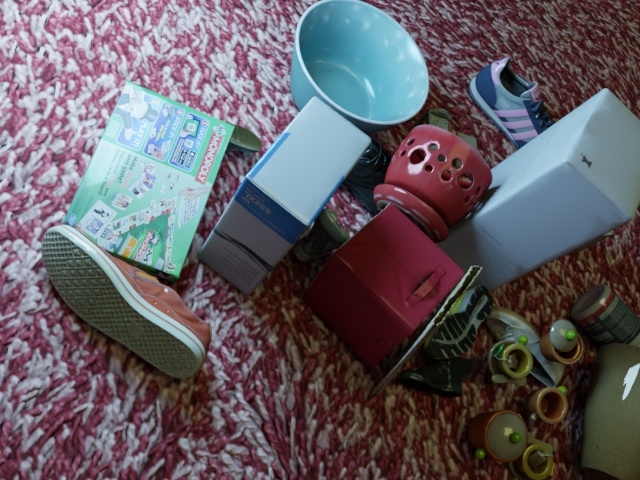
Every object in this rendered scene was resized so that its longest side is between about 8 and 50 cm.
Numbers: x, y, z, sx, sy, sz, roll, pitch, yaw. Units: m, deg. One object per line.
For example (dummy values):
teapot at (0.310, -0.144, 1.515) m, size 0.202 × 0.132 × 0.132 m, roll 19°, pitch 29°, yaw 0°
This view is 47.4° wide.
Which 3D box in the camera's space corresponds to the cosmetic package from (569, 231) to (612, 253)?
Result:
cosmetic package at (0.625, -0.017, 1.721) m, size 0.041 × 0.115 × 0.060 m, roll -4°, pitch 68°, yaw -27°

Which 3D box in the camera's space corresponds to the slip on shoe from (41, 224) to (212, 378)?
slip on shoe at (-0.317, 0.093, 1.200) m, size 0.331 × 0.123 × 0.101 m, roll 38°, pitch 29°, yaw -4°

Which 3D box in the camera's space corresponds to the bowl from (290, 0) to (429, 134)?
bowl at (0.060, -0.342, 1.559) m, size 0.311 × 0.163 × 0.311 m, roll 11°, pitch 62°, yaw -22°

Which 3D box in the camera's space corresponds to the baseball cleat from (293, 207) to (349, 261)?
baseball cleat at (0.000, 0.000, 1.345) m, size 0.109 × 0.206 × 0.072 m, roll -31°, pitch 76°, yaw 0°

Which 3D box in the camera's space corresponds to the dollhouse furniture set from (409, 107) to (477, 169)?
dollhouse furniture set at (0.292, -0.181, 1.637) m, size 0.161 × 0.101 × 0.182 m, roll 15°, pitch 61°, yaw -20°

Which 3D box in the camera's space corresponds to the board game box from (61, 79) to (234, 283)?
board game box at (-0.303, -0.107, 1.300) m, size 0.213 × 0.046 × 0.317 m, roll 23°, pitch 67°, yaw -14°

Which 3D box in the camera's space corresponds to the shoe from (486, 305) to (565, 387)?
shoe at (0.427, 0.223, 1.527) m, size 0.219 × 0.076 × 0.058 m, roll 42°, pitch 50°, yaw -5°

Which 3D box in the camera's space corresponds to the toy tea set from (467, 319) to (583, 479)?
toy tea set at (0.416, 0.302, 1.411) m, size 0.200 × 0.124 × 0.336 m, roll 23°, pitch 75°, yaw -13°

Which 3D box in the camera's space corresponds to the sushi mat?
sushi mat at (0.180, 0.168, 1.286) m, size 0.019 × 0.316 × 0.151 m, roll 38°, pitch 55°, yaw 9°

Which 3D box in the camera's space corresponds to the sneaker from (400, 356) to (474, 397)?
sneaker at (0.229, 0.253, 1.430) m, size 0.170 × 0.051 × 0.089 m, roll 20°, pitch 59°, yaw -23°

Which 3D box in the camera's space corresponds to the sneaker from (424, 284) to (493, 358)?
sneaker at (0.262, 0.171, 1.458) m, size 0.208 × 0.094 × 0.081 m, roll -37°, pitch 101°, yaw -39°

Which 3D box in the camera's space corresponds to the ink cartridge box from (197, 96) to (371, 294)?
ink cartridge box at (-0.071, -0.069, 1.273) m, size 0.129 × 0.307 × 0.223 m, roll 37°, pitch 56°, yaw -4°

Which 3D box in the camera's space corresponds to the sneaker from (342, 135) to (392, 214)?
sneaker at (0.105, -0.144, 1.508) m, size 0.286 × 0.130 × 0.109 m, roll 25°, pitch 56°, yaw -16°

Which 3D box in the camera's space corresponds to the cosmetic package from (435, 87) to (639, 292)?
cosmetic package at (0.414, -0.071, 1.431) m, size 0.161 × 0.453 × 0.230 m, roll 42°, pitch 56°, yaw -5°

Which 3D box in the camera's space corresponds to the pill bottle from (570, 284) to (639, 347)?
pill bottle at (0.665, 0.197, 1.643) m, size 0.180 × 0.108 × 0.108 m, roll 45°, pitch 55°, yaw -1°

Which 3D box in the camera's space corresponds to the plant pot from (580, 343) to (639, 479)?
plant pot at (0.639, 0.382, 1.492) m, size 0.237 × 0.237 × 0.254 m, roll 35°, pitch 71°, yaw -8°

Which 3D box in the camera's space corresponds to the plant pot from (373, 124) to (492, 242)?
plant pot at (0.211, -0.100, 1.419) m, size 0.191 × 0.191 × 0.174 m, roll 37°, pitch 79°, yaw -7°

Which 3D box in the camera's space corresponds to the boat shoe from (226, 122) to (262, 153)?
boat shoe at (-0.191, -0.201, 1.433) m, size 0.152 × 0.049 × 0.056 m, roll 19°, pitch 41°, yaw -13°

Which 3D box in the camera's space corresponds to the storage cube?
storage cube at (0.112, 0.086, 1.356) m, size 0.193 × 0.215 × 0.184 m, roll 45°, pitch 55°, yaw 7°

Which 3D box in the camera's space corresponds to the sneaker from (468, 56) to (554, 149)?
sneaker at (0.515, -0.314, 1.797) m, size 0.319 × 0.131 × 0.112 m, roll 41°, pitch 55°, yaw -4°
